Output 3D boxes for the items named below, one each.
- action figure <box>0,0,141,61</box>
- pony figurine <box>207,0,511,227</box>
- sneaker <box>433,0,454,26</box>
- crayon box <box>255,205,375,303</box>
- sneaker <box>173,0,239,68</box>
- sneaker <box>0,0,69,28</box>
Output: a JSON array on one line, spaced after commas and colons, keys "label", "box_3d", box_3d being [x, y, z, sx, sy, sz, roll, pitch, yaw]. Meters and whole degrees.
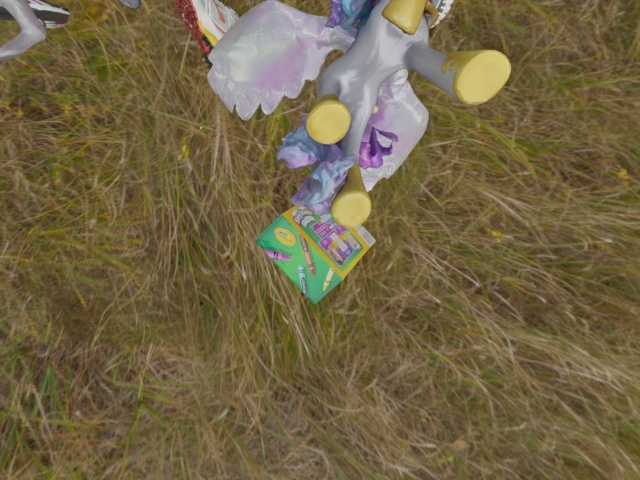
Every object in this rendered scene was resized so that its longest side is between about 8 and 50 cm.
[{"label": "action figure", "box_3d": [-0.321, -0.349, 0.583, 0.179, 0.341, 0.330, -25, 98, -31]}, {"label": "pony figurine", "box_3d": [0.043, -0.185, 0.728, 0.303, 0.363, 0.351, 31, 123, -20]}, {"label": "sneaker", "box_3d": [0.187, -0.490, 1.351, 0.112, 0.120, 0.299, -8, 144, -35]}, {"label": "crayon box", "box_3d": [0.000, 0.000, 1.251, 0.165, 0.278, 0.081, 47, 114, 1]}, {"label": "sneaker", "box_3d": [-0.215, -0.437, 1.225, 0.093, 0.088, 0.225, -35, 107, -25]}, {"label": "sneaker", "box_3d": [-0.664, -0.545, 1.423, 0.178, 0.072, 0.077, -3, 75, -46]}]
